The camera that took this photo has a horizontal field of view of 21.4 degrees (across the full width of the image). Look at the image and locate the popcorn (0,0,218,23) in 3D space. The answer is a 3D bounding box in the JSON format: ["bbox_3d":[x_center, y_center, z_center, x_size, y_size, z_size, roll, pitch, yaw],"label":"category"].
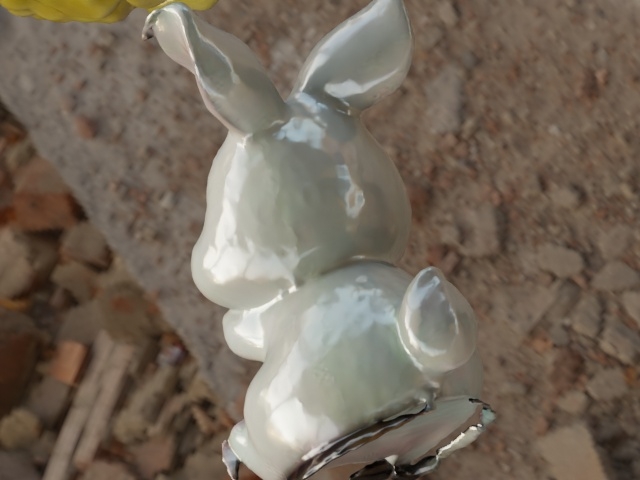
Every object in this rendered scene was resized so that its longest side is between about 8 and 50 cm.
[{"bbox_3d":[-0.098,-0.195,0.704,0.200,0.226,0.203,6,80,-9],"label":"popcorn"}]

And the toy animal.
[{"bbox_3d":[-0.002,0.003,0.463,0.071,0.085,0.124,-12,67,-20],"label":"toy animal"}]
